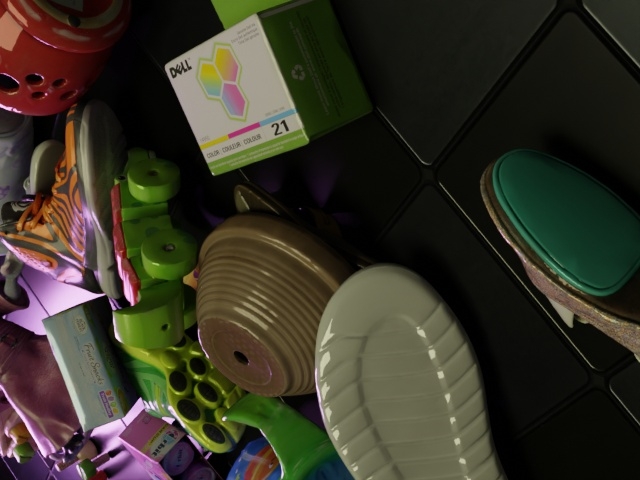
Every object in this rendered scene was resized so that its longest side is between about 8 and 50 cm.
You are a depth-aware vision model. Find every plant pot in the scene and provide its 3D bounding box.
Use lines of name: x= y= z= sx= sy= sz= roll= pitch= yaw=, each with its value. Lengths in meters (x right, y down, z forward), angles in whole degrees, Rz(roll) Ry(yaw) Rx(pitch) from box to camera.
plant pot: x=-0.328 y=-0.269 z=1.247 sx=0.174 sy=0.191 sz=0.191 roll=-29 pitch=90 yaw=47
plant pot: x=-0.055 y=0.094 z=1.142 sx=0.237 sy=0.110 sz=0.237 roll=25 pitch=143 yaw=21

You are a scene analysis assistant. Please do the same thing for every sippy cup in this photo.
sippy cup: x=-0.002 y=0.323 z=1.234 sx=0.224 sy=0.240 sz=0.306 roll=0 pitch=89 yaw=62

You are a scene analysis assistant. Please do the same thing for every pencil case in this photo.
pencil case: x=-0.515 y=-0.100 z=1.642 sx=0.113 sy=0.124 sz=0.273 roll=41 pitch=141 yaw=25

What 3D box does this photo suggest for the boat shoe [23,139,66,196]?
boat shoe: x=-0.417 y=-0.064 z=1.582 sx=0.081 sy=0.079 sz=0.228 roll=32 pitch=139 yaw=28

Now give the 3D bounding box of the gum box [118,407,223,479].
gum box: x=-0.215 y=0.350 z=1.588 sx=0.107 sy=0.062 sz=0.188 roll=19 pitch=148 yaw=43

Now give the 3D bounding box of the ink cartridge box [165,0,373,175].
ink cartridge box: x=-0.081 y=-0.213 z=1.051 sx=0.188 sy=0.097 sz=0.255 roll=-12 pitch=104 yaw=54

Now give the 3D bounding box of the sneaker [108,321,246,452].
sneaker: x=-0.195 y=0.206 z=1.487 sx=0.295 sy=0.109 sz=0.124 roll=39 pitch=147 yaw=40

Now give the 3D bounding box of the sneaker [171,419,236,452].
sneaker: x=-0.173 y=0.289 z=1.550 sx=0.135 sy=0.052 sz=0.058 roll=3 pitch=120 yaw=51

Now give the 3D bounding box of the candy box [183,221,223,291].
candy box: x=-0.109 y=0.055 z=1.308 sx=0.109 sy=0.053 sz=0.187 roll=54 pitch=145 yaw=9

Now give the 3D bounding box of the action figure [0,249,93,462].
action figure: x=-0.509 y=0.182 z=1.737 sx=0.370 sy=0.248 sz=0.276 roll=35 pitch=164 yaw=0

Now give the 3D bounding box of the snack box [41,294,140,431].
snack box: x=-0.336 y=0.178 z=1.559 sx=0.207 sy=0.070 sz=0.175 roll=-112 pitch=2 yaw=-87

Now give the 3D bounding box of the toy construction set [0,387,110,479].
toy construction set: x=-0.564 y=0.369 z=1.925 sx=0.309 sy=0.237 sz=0.257 roll=58 pitch=145 yaw=3

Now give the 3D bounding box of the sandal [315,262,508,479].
sandal: x=0.110 y=0.218 z=1.098 sx=0.102 sy=0.169 sz=0.416 roll=-89 pitch=-23 yaw=-79

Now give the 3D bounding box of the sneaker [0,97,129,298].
sneaker: x=-0.360 y=-0.055 z=1.426 sx=0.180 sy=0.125 sz=0.321 roll=10 pitch=127 yaw=9

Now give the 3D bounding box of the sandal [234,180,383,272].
sandal: x=0.000 y=0.000 z=1.138 sx=0.219 sy=0.060 sz=0.090 roll=28 pitch=141 yaw=18

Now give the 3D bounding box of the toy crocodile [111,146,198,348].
toy crocodile: x=-0.211 y=0.003 z=1.265 sx=0.341 sy=0.105 sz=0.115 roll=-110 pitch=18 yaw=-46

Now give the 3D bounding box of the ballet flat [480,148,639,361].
ballet flat: x=0.248 y=0.050 z=0.827 sx=0.316 sy=0.107 sz=0.106 roll=42 pitch=154 yaw=26
